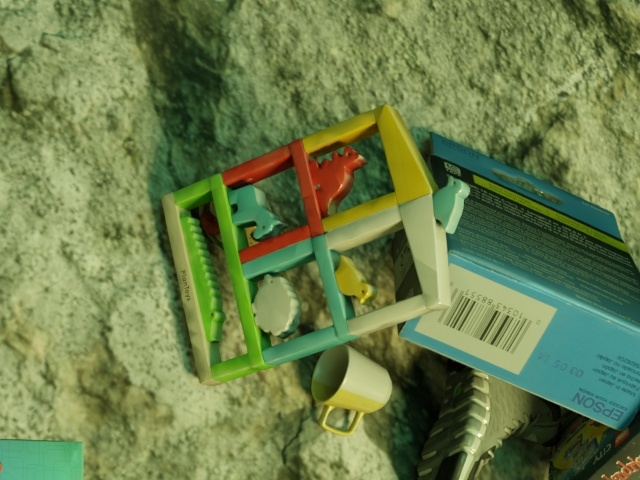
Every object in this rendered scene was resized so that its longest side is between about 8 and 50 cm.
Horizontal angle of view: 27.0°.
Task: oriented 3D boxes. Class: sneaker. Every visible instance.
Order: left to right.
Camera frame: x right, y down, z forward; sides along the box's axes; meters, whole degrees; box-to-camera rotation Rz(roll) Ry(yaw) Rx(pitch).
[{"bbox_3d":[0.182,0.195,1.332,0.132,0.086,0.229,31,56,-17],"label":"sneaker"}]

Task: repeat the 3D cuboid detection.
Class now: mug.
[{"bbox_3d":[0.030,0.143,1.294,0.064,0.078,0.062,24,26,-28],"label":"mug"}]

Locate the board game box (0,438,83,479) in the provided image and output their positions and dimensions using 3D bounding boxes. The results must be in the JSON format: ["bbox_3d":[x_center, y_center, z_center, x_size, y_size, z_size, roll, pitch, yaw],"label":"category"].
[{"bbox_3d":[-0.305,0.189,1.016,0.210,0.160,0.047,6,66,-26],"label":"board game box"}]

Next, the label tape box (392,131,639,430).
[{"bbox_3d":[0.202,0.031,1.356,0.240,0.106,0.334,24,21,-8],"label":"label tape box"}]

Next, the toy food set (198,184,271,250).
[{"bbox_3d":[-0.083,-0.024,1.319,0.082,0.020,0.083,8,65,-26],"label":"toy food set"}]

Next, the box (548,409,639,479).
[{"bbox_3d":[0.310,0.167,1.295,0.044,0.233,0.159,35,30,-7],"label":"box"}]

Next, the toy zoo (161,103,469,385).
[{"bbox_3d":[0.000,0.000,1.212,0.030,0.293,0.192,21,52,-62],"label":"toy zoo"}]
